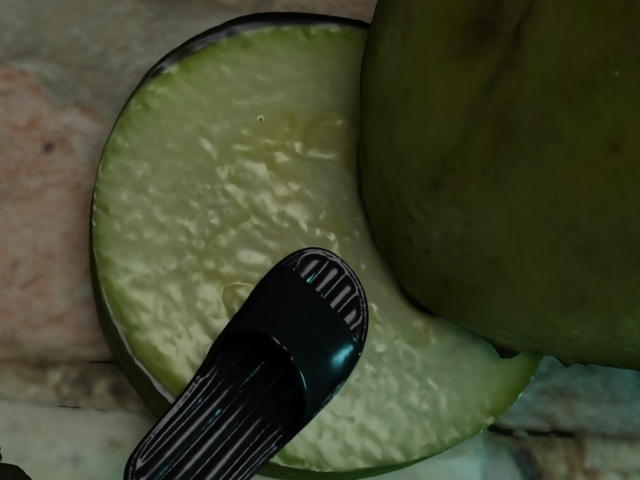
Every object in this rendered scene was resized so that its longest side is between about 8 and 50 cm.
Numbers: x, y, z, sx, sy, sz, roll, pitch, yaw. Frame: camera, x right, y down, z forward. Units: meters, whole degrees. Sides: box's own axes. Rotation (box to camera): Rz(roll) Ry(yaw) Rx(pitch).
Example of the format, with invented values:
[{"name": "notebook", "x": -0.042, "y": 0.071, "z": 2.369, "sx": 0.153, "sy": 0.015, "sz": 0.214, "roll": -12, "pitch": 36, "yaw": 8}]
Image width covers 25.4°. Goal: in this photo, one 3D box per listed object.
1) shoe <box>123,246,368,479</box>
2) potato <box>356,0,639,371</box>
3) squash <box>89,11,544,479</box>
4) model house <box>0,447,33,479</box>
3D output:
[{"name": "shoe", "x": -0.027, "y": 0.064, "z": 0.644, "sx": 0.062, "sy": 0.053, "sz": 0.159, "roll": 39, "pitch": 67, "yaw": 3}, {"name": "potato", "x": 0.167, "y": -0.081, "z": 0.657, "sx": 0.280, "sy": 0.213, "sz": 0.330, "roll": -6, "pitch": 75, "yaw": -11}, {"name": "squash", "x": 0.000, "y": 0.000, "z": 0.732, "sx": 0.252, "sy": 0.049, "sz": 0.252, "roll": 6, "pitch": 68, "yaw": -16}, {"name": "model house", "x": -0.196, "y": 0.104, "z": 0.539, "sx": 0.211, "sy": 0.204, "sz": 0.243, "roll": 13, "pitch": 42, "yaw": -32}]
